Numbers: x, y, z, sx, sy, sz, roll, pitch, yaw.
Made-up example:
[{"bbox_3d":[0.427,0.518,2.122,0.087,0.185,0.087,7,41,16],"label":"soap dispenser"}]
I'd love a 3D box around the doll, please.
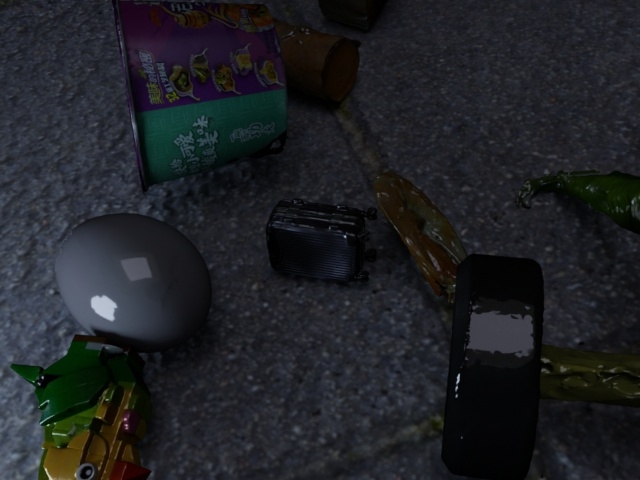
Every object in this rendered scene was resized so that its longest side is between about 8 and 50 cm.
[{"bbox_3d":[-0.235,0.185,0.735,0.134,0.106,0.186,-21,53,-2],"label":"doll"}]

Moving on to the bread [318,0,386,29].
[{"bbox_3d":[0.069,-0.461,1.140,0.109,0.192,0.210,12,54,13],"label":"bread"}]

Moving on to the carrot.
[{"bbox_3d":[-0.072,-0.278,1.084,0.263,0.102,0.102,20,57,24],"label":"carrot"}]

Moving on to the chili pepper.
[{"bbox_3d":[0.320,-0.039,0.762,0.076,0.359,0.085,43,88,-11],"label":"chili pepper"}]

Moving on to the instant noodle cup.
[{"bbox_3d":[-0.152,-0.195,0.946,0.190,0.251,0.251,-9,51,-12],"label":"instant noodle cup"}]

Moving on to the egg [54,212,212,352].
[{"bbox_3d":[-0.209,0.043,0.815,0.198,0.146,0.146,28,60,33],"label":"egg"}]

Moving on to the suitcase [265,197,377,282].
[{"bbox_3d":[0.000,0.000,0.863,0.126,0.086,0.059,8,39,13],"label":"suitcase"}]

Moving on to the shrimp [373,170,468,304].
[{"bbox_3d":[0.122,0.006,0.837,0.115,0.051,0.217,3,50,-45],"label":"shrimp"}]

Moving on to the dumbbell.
[{"bbox_3d":[0.277,0.126,0.657,0.322,0.204,0.204,5,53,10],"label":"dumbbell"}]
